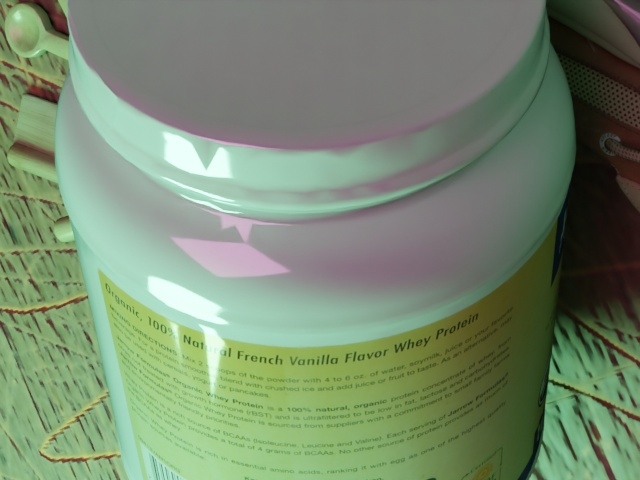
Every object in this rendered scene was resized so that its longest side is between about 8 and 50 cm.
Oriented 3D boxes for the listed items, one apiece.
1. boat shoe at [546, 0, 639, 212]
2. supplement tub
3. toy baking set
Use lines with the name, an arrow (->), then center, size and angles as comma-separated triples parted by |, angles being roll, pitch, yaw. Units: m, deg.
boat shoe -> 0.196, -0.059, 0.749 | 0.324, 0.123, 0.116 | 42, 144, 23
supplement tub -> 0.000, 0.000, 0.753 | 0.228, 0.228, 0.316 | 29, 146, 25
toy baking set -> -0.112, -0.101, 0.987 | 0.256, 0.030, 0.196 | -8, 98, 35
